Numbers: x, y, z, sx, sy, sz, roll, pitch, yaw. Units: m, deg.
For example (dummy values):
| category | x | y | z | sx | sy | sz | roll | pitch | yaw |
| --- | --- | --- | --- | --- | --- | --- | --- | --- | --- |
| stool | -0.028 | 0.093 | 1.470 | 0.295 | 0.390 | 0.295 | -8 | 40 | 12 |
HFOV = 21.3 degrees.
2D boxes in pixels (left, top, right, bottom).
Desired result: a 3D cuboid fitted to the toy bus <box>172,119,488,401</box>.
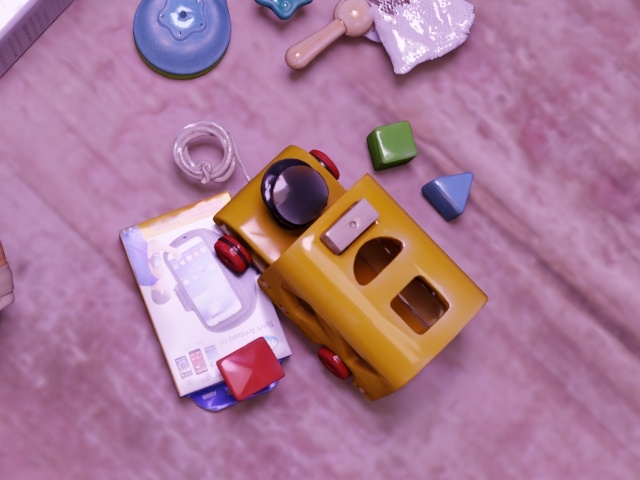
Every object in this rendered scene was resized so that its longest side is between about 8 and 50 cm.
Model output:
| category | x | y | z | sx | sy | sz | roll | pitch | yaw |
| --- | --- | --- | --- | --- | --- | --- | --- | --- | --- |
| toy bus | 0.012 | 0.005 | 1.097 | 0.202 | 0.104 | 0.191 | 1 | 78 | -13 |

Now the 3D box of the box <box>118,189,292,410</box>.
| category | x | y | z | sx | sy | sz | roll | pitch | yaw |
| --- | --- | --- | --- | --- | --- | --- | --- | --- | --- |
| box | -0.075 | 0.043 | 1.144 | 0.081 | 0.028 | 0.136 | -21 | 82 | -7 |

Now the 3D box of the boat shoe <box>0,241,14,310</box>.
| category | x | y | z | sx | sy | sz | roll | pitch | yaw |
| --- | --- | --- | --- | --- | --- | --- | --- | --- | --- |
| boat shoe | -0.340 | 0.064 | 1.079 | 0.302 | 0.113 | 0.103 | -27 | 98 | 4 |

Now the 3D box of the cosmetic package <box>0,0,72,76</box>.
| category | x | y | z | sx | sy | sz | roll | pitch | yaw |
| --- | --- | --- | --- | --- | --- | --- | --- | --- | --- |
| cosmetic package | -0.268 | -0.142 | 1.129 | 0.117 | 0.085 | 0.231 | 43 | 84 | 2 |

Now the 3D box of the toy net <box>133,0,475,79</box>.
| category | x | y | z | sx | sy | sz | roll | pitch | yaw |
| --- | --- | --- | --- | --- | --- | --- | --- | --- | --- |
| toy net | -0.011 | -0.170 | 1.171 | 0.232 | 0.045 | 0.122 | 3 | 80 | -5 |
